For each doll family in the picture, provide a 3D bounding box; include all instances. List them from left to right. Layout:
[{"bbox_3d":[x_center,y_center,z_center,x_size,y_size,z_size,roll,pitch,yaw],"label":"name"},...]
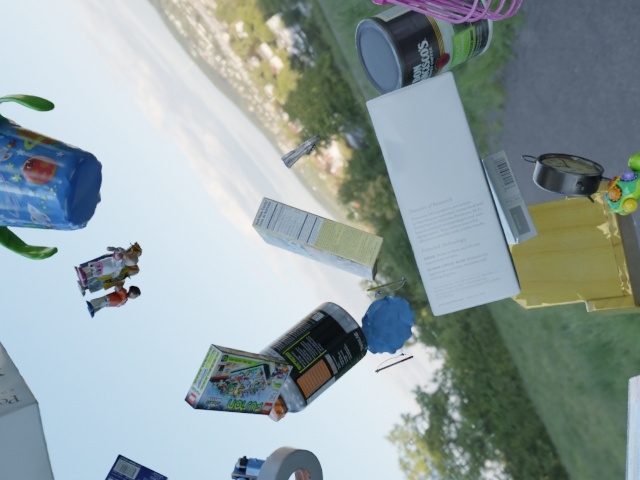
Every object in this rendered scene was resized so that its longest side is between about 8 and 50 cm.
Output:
[{"bbox_3d":[-0.523,0.071,1.435,0.118,0.163,0.263,55,150,21],"label":"doll family"}]

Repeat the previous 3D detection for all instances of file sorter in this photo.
[{"bbox_3d":[0.264,-0.503,1.018,0.182,0.202,0.290,30,-145,22],"label":"file sorter"}]

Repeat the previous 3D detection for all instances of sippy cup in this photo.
[{"bbox_3d":[-0.580,-0.120,1.168,0.224,0.240,0.305,13,151,2],"label":"sippy cup"}]

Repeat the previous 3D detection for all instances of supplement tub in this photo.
[{"bbox_3d":[-0.042,0.324,1.537,0.193,0.316,0.194,41,151,28],"label":"supplement tub"}]

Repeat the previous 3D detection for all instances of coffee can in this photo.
[{"bbox_3d":[0.255,-0.503,1.427,0.201,0.275,0.201,55,165,22],"label":"coffee can"}]

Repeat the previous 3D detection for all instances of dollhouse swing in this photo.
[{"bbox_3d":[0.731,0.049,1.660,0.315,0.305,0.347,14,-114,-49],"label":"dollhouse swing"}]

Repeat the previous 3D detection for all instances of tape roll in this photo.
[{"bbox_3d":[-0.088,0.720,1.679,0.072,0.219,0.219,-4,140,40],"label":"tape roll"}]

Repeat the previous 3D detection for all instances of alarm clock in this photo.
[{"bbox_3d":[0.495,-0.141,1.190,0.192,0.129,0.064,44,136,47],"label":"alarm clock"}]

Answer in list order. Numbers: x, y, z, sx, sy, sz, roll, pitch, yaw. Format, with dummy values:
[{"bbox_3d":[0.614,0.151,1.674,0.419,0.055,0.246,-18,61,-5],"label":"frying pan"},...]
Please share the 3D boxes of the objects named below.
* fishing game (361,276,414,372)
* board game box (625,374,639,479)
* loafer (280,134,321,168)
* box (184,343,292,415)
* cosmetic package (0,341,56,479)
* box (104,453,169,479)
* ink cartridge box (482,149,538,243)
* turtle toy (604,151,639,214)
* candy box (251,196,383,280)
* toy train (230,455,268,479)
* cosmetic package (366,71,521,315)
[{"bbox_3d":[0.190,0.248,1.670,0.041,0.189,0.264,21,125,62],"label":"fishing game"},{"bbox_3d":[0.517,0.345,0.827,0.065,0.319,0.318,7,163,15],"label":"board game box"},{"bbox_3d":[-0.047,-0.238,1.542,0.039,0.125,0.045,59,-161,-5],"label":"loafer"},{"bbox_3d":[-0.149,0.268,1.089,0.036,0.114,0.207,25,179,39],"label":"box"},{"bbox_3d":[-0.781,0.434,1.190,0.393,0.329,0.328,24,122,44],"label":"cosmetic package"},{"bbox_3d":[-0.473,0.640,1.348,0.136,0.225,0.036,23,152,6],"label":"box"},{"bbox_3d":[0.368,-0.084,1.215,0.224,0.056,0.181,-19,-94,-88],"label":"ink cartridge box"},{"bbox_3d":[0.588,-0.106,1.085,0.066,0.130,0.095,39,-170,17],"label":"turtle toy"},{"bbox_3d":[0.000,0.000,1.458,0.316,0.088,0.183,19,168,11],"label":"candy box"},{"bbox_3d":[-0.213,0.795,1.966,0.184,0.105,0.080,9,-172,0],"label":"toy train"},{"bbox_3d":[0.221,-0.086,1.027,0.217,0.156,0.385,-29,-80,-75],"label":"cosmetic package"}]
